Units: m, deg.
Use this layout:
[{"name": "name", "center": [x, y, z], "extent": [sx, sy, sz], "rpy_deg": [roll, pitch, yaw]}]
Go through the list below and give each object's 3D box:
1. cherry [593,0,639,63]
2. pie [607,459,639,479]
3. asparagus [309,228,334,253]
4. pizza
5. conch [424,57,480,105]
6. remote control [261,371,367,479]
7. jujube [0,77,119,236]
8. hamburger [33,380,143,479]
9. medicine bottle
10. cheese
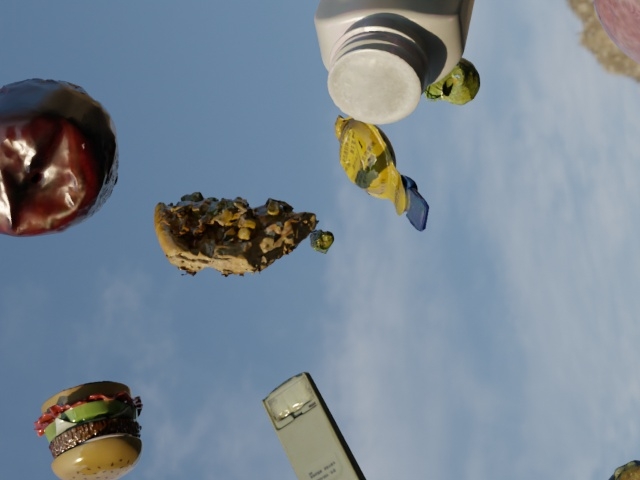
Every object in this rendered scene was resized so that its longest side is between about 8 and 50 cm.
[{"name": "cherry", "center": [0.395, -0.271, 1.203], "extent": [0.236, 0.285, 0.213], "rpy_deg": [-28, -66, -24]}, {"name": "pie", "center": [0.580, 0.482, 1.784], "extent": [0.078, 0.297, 0.371], "rpy_deg": [-13, -127, -40]}, {"name": "asparagus", "center": [0.001, 0.000, 1.810], "extent": [0.165, 0.030, 0.036], "rpy_deg": [-143, 51, -85]}, {"name": "pizza", "center": [-0.116, -0.016, 1.580], "extent": [0.147, 0.226, 0.069], "rpy_deg": [-86, -1, -56]}, {"name": "conch", "center": [0.195, -0.239, 1.783], "extent": [0.074, 0.089, 0.121], "rpy_deg": [61, -171, 14]}, {"name": "remote control", "center": [-0.009, 0.395, 2.257], "extent": [0.038, 0.123, 0.285], "rpy_deg": [12, -136, -61]}, {"name": "jujube", "center": [-0.439, -0.123, 1.787], "extent": [0.258, 0.376, 0.259], "rpy_deg": [0, -89, -20]}, {"name": "hamburger", "center": [-0.347, 0.307, 1.827], "extent": [0.175, 0.175, 0.137], "rpy_deg": [24, -137, -57]}, {"name": "medicine bottle", "center": [0.093, -0.283, 1.444], "extent": [0.124, 0.179, 0.324], "rpy_deg": [77, -158, -45]}, {"name": "cheese", "center": [0.101, -0.113, 1.956], "extent": [0.064, 0.250, 0.157], "rpy_deg": [-25, -32, -23]}]
